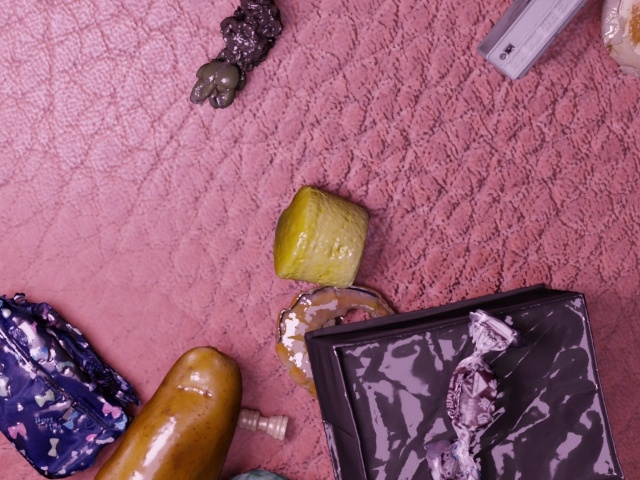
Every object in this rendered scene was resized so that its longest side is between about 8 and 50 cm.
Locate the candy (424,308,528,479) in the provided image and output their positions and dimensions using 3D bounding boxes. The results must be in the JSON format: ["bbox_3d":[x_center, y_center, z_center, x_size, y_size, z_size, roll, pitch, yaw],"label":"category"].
[{"bbox_3d":[0.185,0.197,1.788,0.094,0.051,0.226,13,91,-19],"label":"candy"}]

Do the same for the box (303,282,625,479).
[{"bbox_3d":[0.179,0.210,1.913,0.345,0.204,0.251,-12,93,-8],"label":"box"}]

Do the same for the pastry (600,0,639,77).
[{"bbox_3d":[0.433,-0.285,1.904,0.165,0.088,0.166,0,101,0],"label":"pastry"}]

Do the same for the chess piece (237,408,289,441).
[{"bbox_3d":[-0.092,0.249,2.050,0.092,0.035,0.035,13,102,1],"label":"chess piece"}]

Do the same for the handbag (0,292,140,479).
[{"bbox_3d":[-0.371,0.190,1.995,0.162,0.113,0.260,-41,101,14],"label":"handbag"}]

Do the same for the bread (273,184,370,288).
[{"bbox_3d":[0.000,0.000,1.961,0.114,0.111,0.129,15,106,-12],"label":"bread"}]

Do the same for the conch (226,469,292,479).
[{"bbox_3d":[-0.076,0.391,2.038,0.188,0.122,0.176,10,123,0],"label":"conch"}]

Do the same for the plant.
[{"bbox_3d":[-0.106,-0.243,1.920,0.085,0.087,0.174,34,96,23],"label":"plant"}]

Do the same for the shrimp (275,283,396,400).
[{"bbox_3d":[0.055,0.156,2.022,0.253,0.058,0.173,31,93,-8],"label":"shrimp"}]

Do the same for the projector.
[{"bbox_3d":[0.270,-0.277,1.891,0.061,0.115,0.147,38,100,-10],"label":"projector"}]

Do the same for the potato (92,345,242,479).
[{"bbox_3d":[-0.213,0.306,1.974,0.195,0.176,0.369,22,98,-44],"label":"potato"}]
